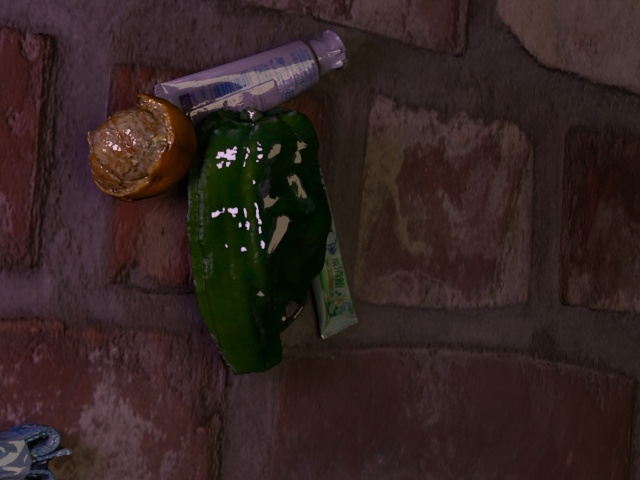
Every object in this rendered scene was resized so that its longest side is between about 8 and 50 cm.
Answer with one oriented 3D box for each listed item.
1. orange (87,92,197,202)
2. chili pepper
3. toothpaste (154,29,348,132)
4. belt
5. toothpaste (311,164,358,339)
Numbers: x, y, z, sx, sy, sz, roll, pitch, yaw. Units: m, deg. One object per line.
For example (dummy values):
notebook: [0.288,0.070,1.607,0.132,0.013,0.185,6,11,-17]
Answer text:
orange: [-0.246,-0.128,1.978,0.156,0.134,0.156,-23,146,-17]
chili pepper: [-0.078,-0.004,2.067,0.213,0.167,0.385,-10,106,-23]
toothpaste: [-0.098,-0.226,2.130,0.299,0.073,0.114,-26,110,-24]
belt: [-0.469,0.301,1.872,0.302,0.072,0.087,-9,92,-33]
toothpaste: [0.000,0.000,2.214,0.075,0.048,0.297,-22,107,-36]
